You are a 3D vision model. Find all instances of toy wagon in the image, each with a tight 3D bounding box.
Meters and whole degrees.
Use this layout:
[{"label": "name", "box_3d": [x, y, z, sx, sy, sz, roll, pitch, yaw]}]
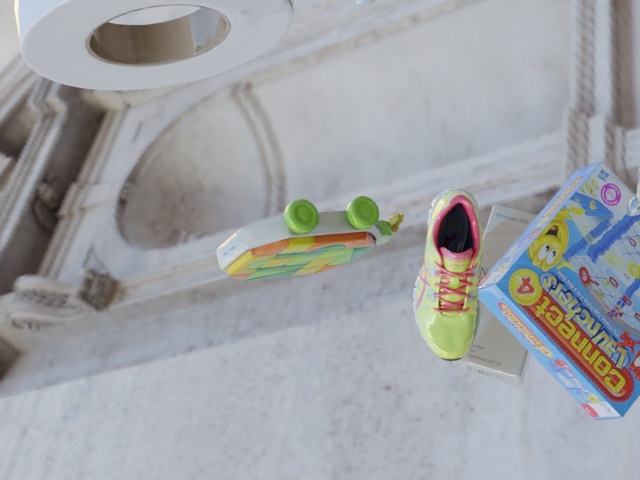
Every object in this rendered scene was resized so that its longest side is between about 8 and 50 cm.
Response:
[{"label": "toy wagon", "box_3d": [0.000, 0.000, 1.925, 0.344, 0.267, 0.068, -4, -107, -30]}]

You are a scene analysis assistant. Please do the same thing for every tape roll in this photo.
[{"label": "tape roll", "box_3d": [-0.232, -0.318, 1.581, 0.392, 0.392, 0.072, 9, -114, -58]}]

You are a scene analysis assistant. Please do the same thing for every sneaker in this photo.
[{"label": "sneaker", "box_3d": [0.152, 0.038, 1.308, 0.094, 0.081, 0.208, 86, -176, -86]}]

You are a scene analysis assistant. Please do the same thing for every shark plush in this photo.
[{"label": "shark plush", "box_3d": [0.351, -0.062, 1.188, 0.161, 0.073, 0.067, -8, -90, -63]}]

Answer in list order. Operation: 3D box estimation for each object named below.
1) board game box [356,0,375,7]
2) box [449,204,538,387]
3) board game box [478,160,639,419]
[{"label": "board game box", "box_3d": [0.072, -0.396, 1.562, 0.026, 0.154, 0.103, -22, -85, -17]}, {"label": "box", "box_3d": [0.355, 0.106, 2.111, 0.121, 0.148, 0.311, 56, -130, -70]}, {"label": "board game box", "box_3d": [0.460, 0.082, 1.840, 0.308, 0.086, 0.302, 45, -110, -6]}]
